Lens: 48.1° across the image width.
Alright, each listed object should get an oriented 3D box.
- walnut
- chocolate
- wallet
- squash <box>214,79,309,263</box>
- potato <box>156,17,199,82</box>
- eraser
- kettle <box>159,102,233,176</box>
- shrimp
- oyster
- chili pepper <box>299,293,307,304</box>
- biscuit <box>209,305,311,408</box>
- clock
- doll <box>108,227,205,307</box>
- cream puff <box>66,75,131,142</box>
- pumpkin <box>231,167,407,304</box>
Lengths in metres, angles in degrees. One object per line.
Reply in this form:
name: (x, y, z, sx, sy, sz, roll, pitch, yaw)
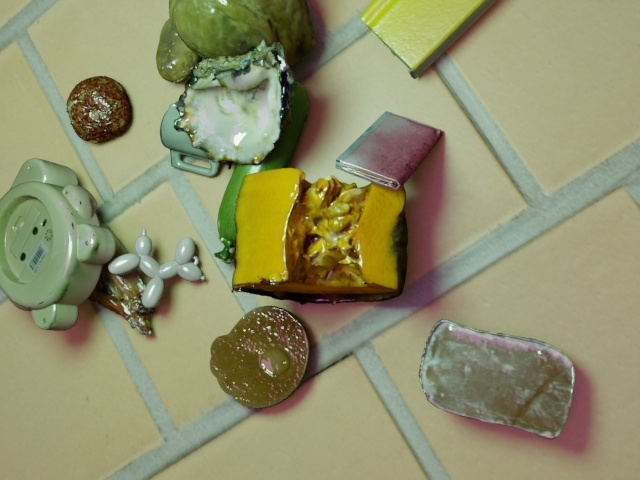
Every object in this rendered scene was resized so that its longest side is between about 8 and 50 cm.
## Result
walnut: (-0.146, -0.425, 1.327, 0.283, 0.283, 0.227, 42, 100, 15)
chocolate: (0.301, 0.240, 1.244, 0.254, 0.080, 0.157, 12, 75, 16)
wallet: (0.126, -0.163, 1.259, 0.119, 0.232, 0.025, 21, 128, 17)
squash: (-0.117, -0.132, 1.384, 0.101, 0.101, 0.379, 26, 94, 17)
potato: (-0.289, -0.389, 1.466, 0.091, 0.070, 0.138, 16, 89, 22)
eraser: (0.200, -0.432, 1.320, 0.226, 0.069, 0.158, -43, 75, 10)
kettle: (-0.234, -0.204, 1.436, 0.148, 0.127, 0.098, 12, 58, 20)
shrimp: (-0.437, 0.086, 1.490, 0.154, 0.062, 0.294, -46, 71, 21)
oyster: (-0.146, -0.246, 1.274, 0.198, 0.092, 0.259, 34, 133, -9)
chili pepper: (-0.059, 0.074, 1.389, 0.055, 0.035, 0.118, -21, 71, 2)
biscuit: (-0.107, 0.224, 1.383, 0.208, 0.049, 0.181, -43, 76, 10)
clock: (-0.554, 0.012, 1.458, 0.309, 0.114, 0.284, 39, 102, 31)
doll: (-0.316, 0.051, 1.431, 0.161, 0.059, 0.160, 43, 79, 1)
cream puff: (-0.473, -0.276, 1.508, 0.149, 0.084, 0.149, -2, 85, 19)
pumpkin: (0.000, 0.000, 1.259, 0.303, 0.256, 0.225, 9, 80, -13)
